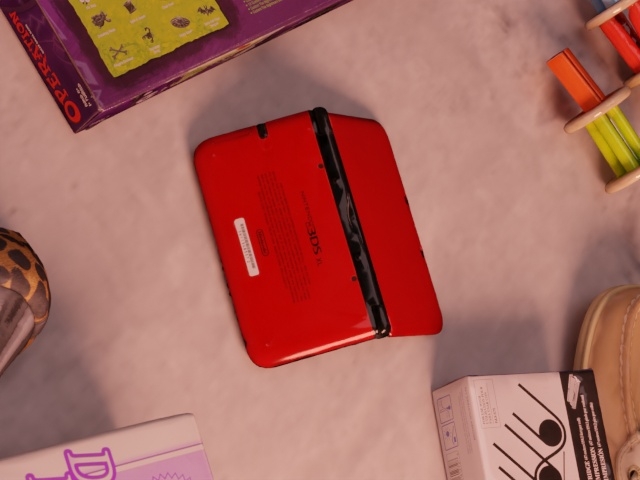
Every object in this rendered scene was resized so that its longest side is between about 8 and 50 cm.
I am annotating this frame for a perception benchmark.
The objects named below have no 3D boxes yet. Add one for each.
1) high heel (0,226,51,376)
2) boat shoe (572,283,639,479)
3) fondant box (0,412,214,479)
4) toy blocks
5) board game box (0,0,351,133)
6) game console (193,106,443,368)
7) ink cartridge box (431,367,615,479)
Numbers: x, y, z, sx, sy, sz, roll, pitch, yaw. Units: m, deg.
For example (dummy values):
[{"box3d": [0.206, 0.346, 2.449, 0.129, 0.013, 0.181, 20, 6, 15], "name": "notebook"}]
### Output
[{"box3d": [-0.273, 0.011, 0.942, 0.261, 0.093, 0.186, 25, 30, -1], "name": "high heel"}, {"box3d": [0.232, 0.167, 1.144, 0.109, 0.098, 0.302, 5, 70, -29], "name": "boat shoe"}, {"box3d": [-0.184, 0.237, 0.878, 0.330, 0.096, 0.238, -12, 78, -34], "name": "fondant box"}, {"box3d": [0.198, -0.122, 1.257, 0.123, 0.054, 0.148, -35, 92, -35], "name": "toy blocks"}, {"box3d": [-0.063, -0.224, 1.148, 0.347, 0.056, 0.208, -29, 93, -35], "name": "board game box"}, {"box3d": [0.000, 0.000, 1.121, 0.124, 0.085, 0.144, -16, 79, -2], "name": "game console"}, {"box3d": [0.135, 0.184, 1.114, 0.097, 0.046, 0.207, 0, 73, -29], "name": "ink cartridge box"}]
